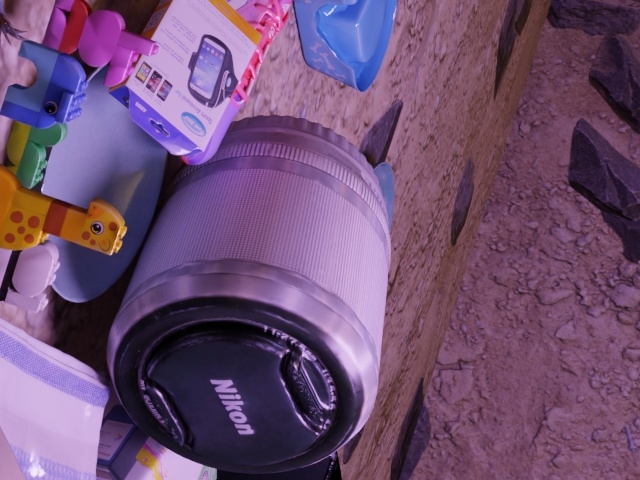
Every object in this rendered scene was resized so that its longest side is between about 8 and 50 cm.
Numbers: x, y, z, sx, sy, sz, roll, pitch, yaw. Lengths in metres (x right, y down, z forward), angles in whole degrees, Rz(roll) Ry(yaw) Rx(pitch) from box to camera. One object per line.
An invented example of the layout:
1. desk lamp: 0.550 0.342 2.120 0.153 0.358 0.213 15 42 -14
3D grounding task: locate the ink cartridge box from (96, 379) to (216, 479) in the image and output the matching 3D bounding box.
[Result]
1. ink cartridge box: -0.178 0.228 1.004 0.212 0.093 0.154 -54 155 -49

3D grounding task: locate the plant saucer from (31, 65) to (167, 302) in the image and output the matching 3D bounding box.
1. plant saucer: -0.177 -0.050 0.848 0.195 0.037 0.195 15 90 -76

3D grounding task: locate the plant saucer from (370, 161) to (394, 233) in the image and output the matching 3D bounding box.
1. plant saucer: 0.047 0.028 1.710 0.317 0.044 0.317 15 90 -75

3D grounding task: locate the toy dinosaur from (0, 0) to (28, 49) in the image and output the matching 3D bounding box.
1. toy dinosaur: -0.205 -0.149 0.683 0.082 0.090 0.047 -35 169 -11

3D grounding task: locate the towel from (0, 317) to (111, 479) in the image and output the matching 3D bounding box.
1. towel: -0.219 0.205 0.776 0.209 0.034 0.285 53 38 -61

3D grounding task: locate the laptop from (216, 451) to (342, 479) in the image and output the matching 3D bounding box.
1. laptop: -0.071 0.369 1.428 0.264 0.137 0.234 82 26 -58

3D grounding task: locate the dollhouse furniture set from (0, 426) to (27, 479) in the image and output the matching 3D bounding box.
1. dollhouse furniture set: -0.214 0.244 0.429 0.256 0.362 0.394 88 -5 -50

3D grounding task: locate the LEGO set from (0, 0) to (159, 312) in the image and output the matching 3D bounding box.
1. LEGO set: -0.160 -0.043 0.706 0.087 0.093 0.227 -95 -155 -77

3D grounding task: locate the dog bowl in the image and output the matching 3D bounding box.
1. dog bowl: 0.027 -0.301 1.274 0.297 0.074 0.166 77 31 -59

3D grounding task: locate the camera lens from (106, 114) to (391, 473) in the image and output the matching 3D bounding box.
1. camera lens: -0.052 0.045 0.961 0.274 0.219 0.219 -79 173 -51

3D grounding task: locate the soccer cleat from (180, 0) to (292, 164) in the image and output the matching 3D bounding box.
1. soccer cleat: -0.070 -0.178 0.929 0.083 0.095 0.248 78 18 -66

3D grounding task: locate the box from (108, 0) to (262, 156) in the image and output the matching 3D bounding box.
1. box: -0.103 -0.129 0.836 0.081 0.028 0.136 41 59 -30
